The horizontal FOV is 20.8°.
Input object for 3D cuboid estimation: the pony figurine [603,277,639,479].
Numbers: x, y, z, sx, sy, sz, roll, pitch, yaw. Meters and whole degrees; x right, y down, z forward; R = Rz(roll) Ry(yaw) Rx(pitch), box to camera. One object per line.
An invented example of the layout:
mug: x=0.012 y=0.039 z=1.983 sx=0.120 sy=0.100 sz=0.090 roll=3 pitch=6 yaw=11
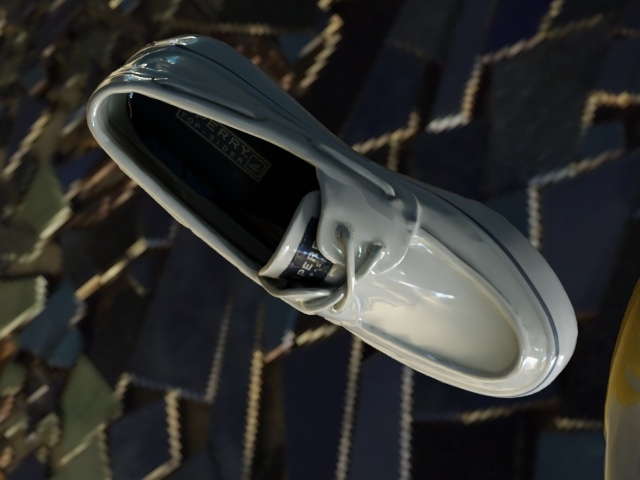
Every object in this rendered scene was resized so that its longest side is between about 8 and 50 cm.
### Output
pony figurine: x=0.211 y=0.131 z=0.478 sx=0.302 sy=0.351 sz=0.364 roll=12 pitch=73 yaw=-32

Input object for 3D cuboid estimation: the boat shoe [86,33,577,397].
boat shoe: x=0.000 y=0.000 z=0.826 sx=0.258 sy=0.095 sz=0.084 roll=31 pitch=27 yaw=8
